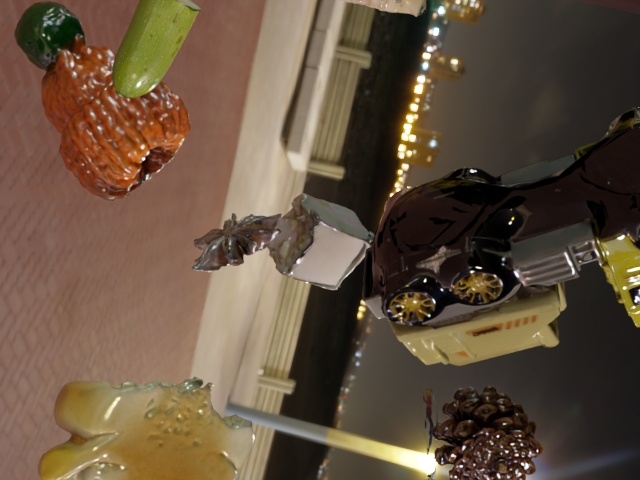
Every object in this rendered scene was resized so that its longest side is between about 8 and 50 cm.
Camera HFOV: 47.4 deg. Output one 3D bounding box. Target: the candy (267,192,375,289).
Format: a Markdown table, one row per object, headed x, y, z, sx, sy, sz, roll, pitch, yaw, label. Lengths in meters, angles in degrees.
| x | y | z | sx | sy | sz | roll | pitch | yaw | label |
| --- | --- | --- | --- | --- | --- | --- | --- | --- | --- |
| 0.000 | 0.000 | 1.657 | 0.185 | 0.195 | 0.137 | -53 | -142 | 26 | candy |

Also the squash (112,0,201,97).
| x | y | z | sx | sy | sz | roll | pitch | yaw | label |
| --- | --- | --- | --- | --- | --- | --- | --- | --- | --- |
| -0.273 | -0.312 | 1.164 | 0.188 | 0.095 | 0.095 | -58 | -179 | 17 | squash |

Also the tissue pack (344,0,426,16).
| x | y | z | sx | sy | sz | roll | pitch | yaw | label |
| --- | --- | --- | --- | --- | --- | --- | --- | --- | --- |
| 0.097 | -0.516 | 1.214 | 0.256 | 0.215 | 0.123 | 99 | 3 | -52 | tissue pack |

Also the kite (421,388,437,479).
| x | y | z | sx | sy | sz | roll | pitch | yaw | label |
| --- | --- | --- | --- | --- | --- | --- | --- | --- | --- |
| 0.208 | 0.470 | 1.405 | 0.204 | 0.022 | 0.360 | 17 | 73 | -67 | kite |

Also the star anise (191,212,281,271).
| x | y | z | sx | sy | sz | roll | pitch | yaw | label |
| --- | --- | --- | --- | --- | --- | --- | --- | --- | --- |
| -0.163 | 0.007 | 1.351 | 0.182 | 0.195 | 0.065 | -45 | 126 | -44 | star anise |

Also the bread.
| x | y | z | sx | sy | sz | roll | pitch | yaw | label |
| --- | --- | --- | --- | --- | --- | --- | --- | --- | --- |
| -0.338 | 0.417 | 1.490 | 0.329 | 0.424 | 0.245 | -34 | -138 | 37 | bread |

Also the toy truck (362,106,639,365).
| x | y | z | sx | sy | sz | roll | pitch | yaw | label |
| --- | --- | --- | --- | --- | --- | --- | --- | --- | --- |
| 0.258 | 0.022 | 0.844 | 0.254 | 0.405 | 0.180 | 52 | 29 | -37 | toy truck |

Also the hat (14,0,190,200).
| x | y | z | sx | sy | sz | roll | pitch | yaw | label |
| --- | --- | --- | --- | --- | --- | --- | --- | --- | --- |
| -0.485 | -0.278 | 1.496 | 0.285 | 0.400 | 0.285 | -50 | -172 | 10 | hat |

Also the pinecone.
| x | y | z | sx | sy | sz | roll | pitch | yaw | label |
| --- | --- | --- | --- | --- | --- | --- | --- | --- | --- |
| 0.306 | 0.369 | 1.371 | 0.208 | 0.208 | 0.207 | 13 | 90 | -86 | pinecone |

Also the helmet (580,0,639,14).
| x | y | z | sx | sy | sz | roll | pitch | yaw | label |
| --- | --- | --- | --- | --- | --- | --- | --- | --- | --- |
| 0.232 | -0.236 | 0.447 | 0.225 | 0.177 | 0.305 | -44 | -153 | 9 | helmet |
